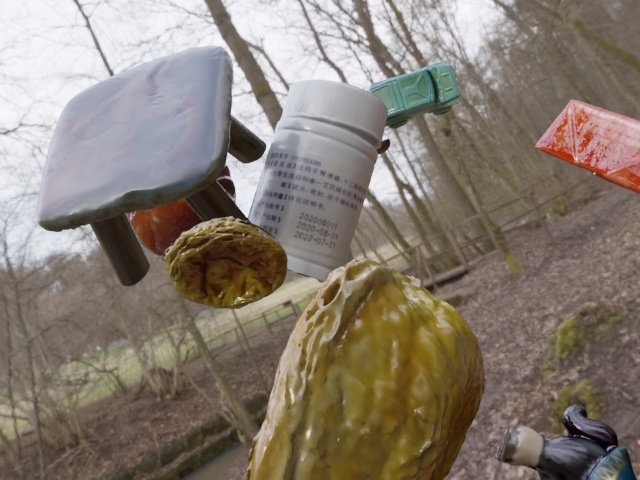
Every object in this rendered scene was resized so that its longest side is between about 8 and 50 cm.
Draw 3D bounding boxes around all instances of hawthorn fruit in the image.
[{"bbox_3d":[-0.490,-0.132,1.771,0.403,0.403,0.403,-21,-4,-2],"label":"hawthorn fruit"}]

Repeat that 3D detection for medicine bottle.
[{"bbox_3d":[-0.011,-0.102,0.932,0.190,0.332,0.190,18,-3,1],"label":"medicine bottle"}]

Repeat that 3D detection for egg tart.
[{"bbox_3d":[-0.099,0.020,0.541,0.130,0.052,0.130,-6,-43,-5],"label":"egg tart"},{"bbox_3d":[0.055,0.185,0.512,0.153,0.339,0.351,17,-9,27],"label":"egg tart"}]

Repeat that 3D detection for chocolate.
[{"bbox_3d":[0.541,-0.151,0.895,0.237,0.108,0.235,0,27,-33],"label":"chocolate"}]

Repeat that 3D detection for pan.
[{"bbox_3d":[0.206,-0.298,1.702,0.068,0.023,0.115,-36,-9,15],"label":"pan"}]

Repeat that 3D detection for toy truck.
[{"bbox_3d":[0.294,-0.458,1.654,0.279,0.155,0.156,-16,1,6],"label":"toy truck"}]

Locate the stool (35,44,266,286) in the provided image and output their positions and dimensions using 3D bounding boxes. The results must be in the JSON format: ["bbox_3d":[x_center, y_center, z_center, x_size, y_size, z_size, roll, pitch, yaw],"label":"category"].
[{"bbox_3d":[-0.245,-0.114,0.842,0.310,0.310,0.226,-13,-36,14],"label":"stool"}]

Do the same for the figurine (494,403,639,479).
[{"bbox_3d":[0.380,0.330,0.564,0.412,0.306,0.241,-10,-38,5],"label":"figurine"}]
